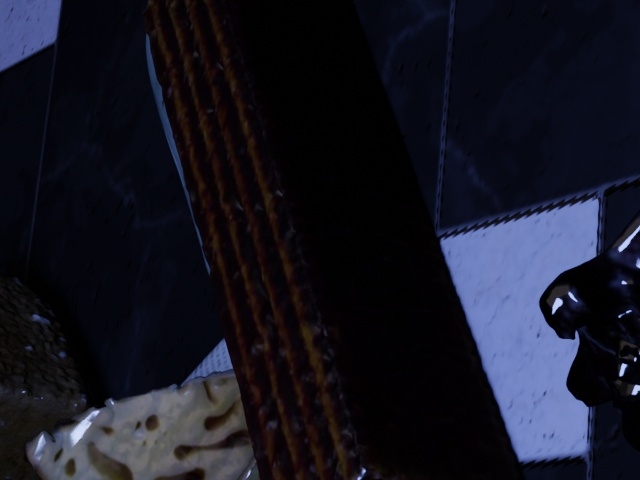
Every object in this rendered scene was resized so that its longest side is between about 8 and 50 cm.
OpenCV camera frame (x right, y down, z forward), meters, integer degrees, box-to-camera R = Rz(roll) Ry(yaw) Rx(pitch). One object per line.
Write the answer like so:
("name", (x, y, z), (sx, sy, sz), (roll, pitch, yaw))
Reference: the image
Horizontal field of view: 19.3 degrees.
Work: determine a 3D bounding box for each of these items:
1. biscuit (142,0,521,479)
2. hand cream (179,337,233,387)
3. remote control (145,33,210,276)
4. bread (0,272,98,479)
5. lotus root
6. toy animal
("biscuit", (0.000, 0.000, 0.955), (0.073, 0.107, 0.388), (-47, 42, 32))
("hand cream", (-0.065, 0.099, 1.082), (0.194, 0.042, 0.067), (-46, 34, 30))
("remote control", (-0.066, -0.080, 1.147), (0.097, 0.045, 0.256), (-51, 42, 36))
("bread", (-0.288, 0.220, 1.299), (0.416, 0.113, 0.165), (-61, 34, 23))
("lotus root", (-0.055, 0.131, 0.968), (0.159, 0.135, 0.095), (-22, 58, 40))
("toy animal", (0.176, 0.090, 0.703), (0.117, 0.121, 0.210), (-26, 63, -5))
